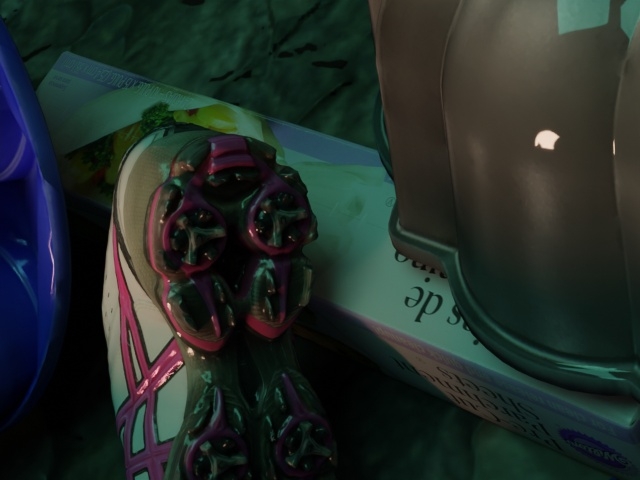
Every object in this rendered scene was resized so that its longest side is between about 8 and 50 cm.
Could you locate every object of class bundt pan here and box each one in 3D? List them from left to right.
[{"bbox_3d":[0.159,-0.104,0.415,0.330,0.124,0.331,-12,42,11],"label":"bundt pan"}]

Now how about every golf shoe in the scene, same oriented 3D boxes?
[{"bbox_3d":[-0.039,0.051,0.482,0.086,0.067,0.186,18,110,60],"label":"golf shoe"}]

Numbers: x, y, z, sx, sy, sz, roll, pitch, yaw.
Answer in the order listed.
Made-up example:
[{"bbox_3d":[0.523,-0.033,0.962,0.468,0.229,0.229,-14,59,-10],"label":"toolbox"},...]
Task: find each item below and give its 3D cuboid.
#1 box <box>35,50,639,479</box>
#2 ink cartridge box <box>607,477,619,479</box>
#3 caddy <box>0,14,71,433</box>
[{"bbox_3d":[0.000,0.000,0.526,0.324,0.067,0.063,21,73,37],"label":"box"},{"bbox_3d":[0.010,0.146,0.402,0.207,0.097,0.046,-31,88,9],"label":"ink cartridge box"},{"bbox_3d":[-0.246,-0.031,0.580,0.341,0.241,0.179,18,27,36],"label":"caddy"}]
